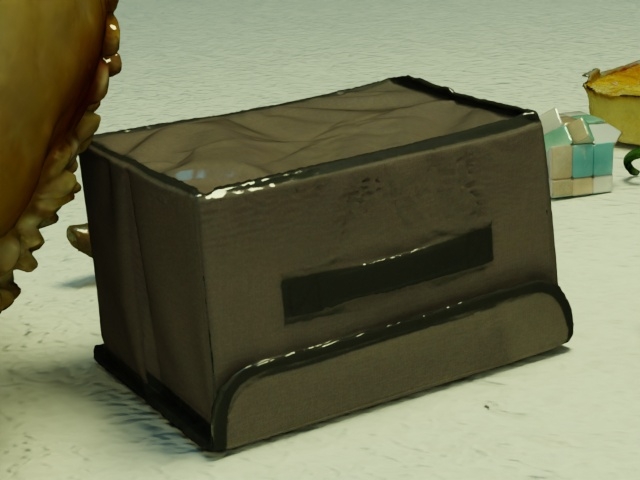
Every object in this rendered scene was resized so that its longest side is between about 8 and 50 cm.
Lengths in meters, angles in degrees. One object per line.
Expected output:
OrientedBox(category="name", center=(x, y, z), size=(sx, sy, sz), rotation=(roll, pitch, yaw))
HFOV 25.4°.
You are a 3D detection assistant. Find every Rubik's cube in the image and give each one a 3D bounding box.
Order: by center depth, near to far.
OrientedBox(category="Rubik's cube", center=(0.207, -0.080, 1.218), size=(0.075, 0.073, 0.084), rotation=(-14, 22, -34))

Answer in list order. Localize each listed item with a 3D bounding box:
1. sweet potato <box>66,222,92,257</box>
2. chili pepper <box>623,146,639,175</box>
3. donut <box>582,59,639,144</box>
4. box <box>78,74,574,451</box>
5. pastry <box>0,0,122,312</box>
OrientedBox(category="sweet potato", center=(-0.074, -0.024, 1.107), size=(0.273, 0.067, 0.067), rotation=(-16, 21, -38))
OrientedBox(category="chili pepper", center=(0.392, -0.090, 1.235), size=(0.256, 0.074, 0.100), rotation=(-4, 13, -19))
OrientedBox(category="donut", center=(0.337, -0.139, 1.396), size=(0.146, 0.078, 0.181), rotation=(12, 29, 44))
OrientedBox(category="box", center=(0.000, 0.000, 0.859), size=(0.252, 0.153, 0.188), rotation=(-14, 19, -27))
OrientedBox(category="pastry", center=(-0.267, -0.069, 0.792), size=(0.245, 0.410, 0.409), rotation=(30, -1, -30))
